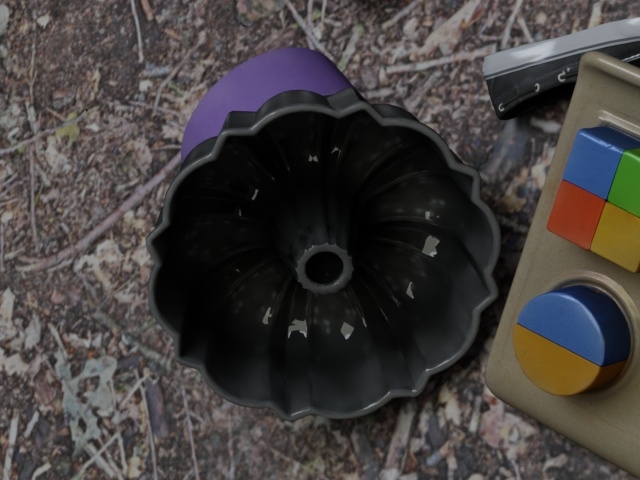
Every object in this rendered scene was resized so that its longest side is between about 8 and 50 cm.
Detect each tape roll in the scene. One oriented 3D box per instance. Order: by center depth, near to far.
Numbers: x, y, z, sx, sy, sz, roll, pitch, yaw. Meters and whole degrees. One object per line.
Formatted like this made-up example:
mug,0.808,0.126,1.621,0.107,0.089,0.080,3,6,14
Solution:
tape roll,-0.039,-0.094,1.848,0.189,0.189,0.080,-47,54,13

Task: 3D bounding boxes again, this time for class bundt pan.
bundt pan,0.000,0.000,1.737,0.331,0.331,0.124,-44,22,16

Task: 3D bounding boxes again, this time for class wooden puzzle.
wooden puzzle,0.292,0.056,1.529,0.322,0.080,0.348,28,118,32

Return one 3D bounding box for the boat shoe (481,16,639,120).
boat shoe,0.257,-0.158,1.735,0.228,0.080,0.076,-10,86,29
